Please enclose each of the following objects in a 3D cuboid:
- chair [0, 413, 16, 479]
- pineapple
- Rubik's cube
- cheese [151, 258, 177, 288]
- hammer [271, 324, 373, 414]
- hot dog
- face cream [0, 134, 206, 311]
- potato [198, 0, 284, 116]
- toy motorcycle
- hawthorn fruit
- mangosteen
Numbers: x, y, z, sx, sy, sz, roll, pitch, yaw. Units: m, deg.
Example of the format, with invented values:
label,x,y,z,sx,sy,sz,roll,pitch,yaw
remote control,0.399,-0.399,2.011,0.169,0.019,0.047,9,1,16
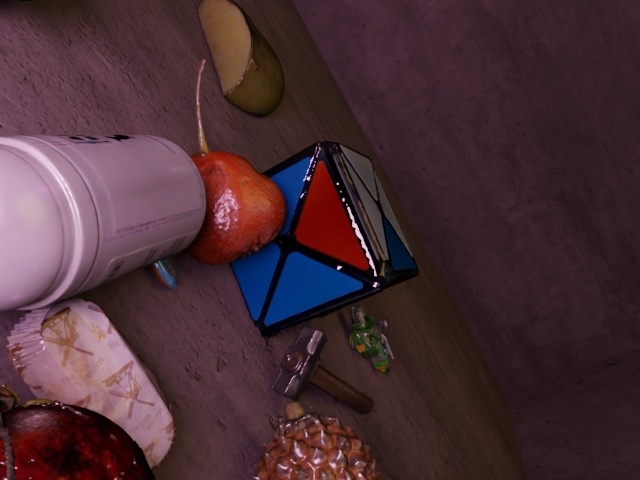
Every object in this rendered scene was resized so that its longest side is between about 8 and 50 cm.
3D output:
label,x,y,z,sx,sy,sz,roll,pitch,yaw
chair,-0.243,0.142,0.219,0.213,0.174,0.149,-37,136,-79
pineapple,-0.007,0.297,0.695,0.166,0.166,0.193,16,51,-67
Rubik's cube,0.000,0.000,0.953,0.247,0.248,0.250,68,19,7
cheese,-0.210,0.018,0.696,0.111,0.017,0.047,62,-1,-24
hammer,0.027,0.257,0.983,0.111,0.043,0.365,-63,148,-15
hot dog,-0.203,0.139,0.512,0.191,0.059,0.108,64,31,-14
face cream,-0.240,-0.017,0.467,0.146,0.145,0.369,64,17,-3
potato,-0.150,-0.415,1.303,0.255,0.112,0.270,26,44,-64
toy motorcycle,0.114,0.225,1.269,0.190,0.074,0.106,50,33,-40
hawthorn fruit,-0.155,-0.109,0.783,0.165,0.165,0.286,-41,113,-71
mangosteen,-0.193,0.176,0.356,0.180,0.166,0.166,39,2,33
